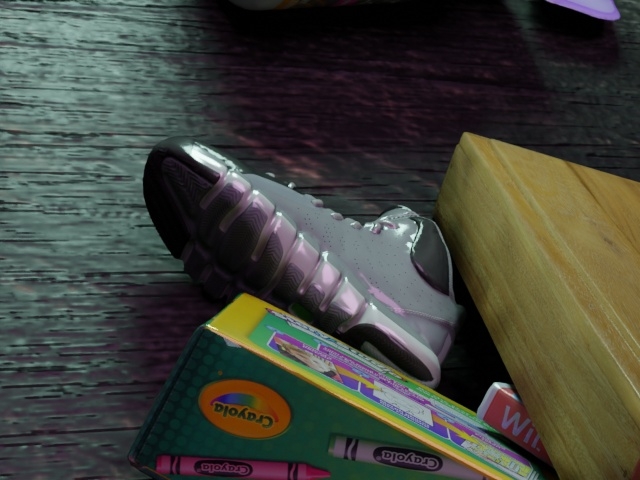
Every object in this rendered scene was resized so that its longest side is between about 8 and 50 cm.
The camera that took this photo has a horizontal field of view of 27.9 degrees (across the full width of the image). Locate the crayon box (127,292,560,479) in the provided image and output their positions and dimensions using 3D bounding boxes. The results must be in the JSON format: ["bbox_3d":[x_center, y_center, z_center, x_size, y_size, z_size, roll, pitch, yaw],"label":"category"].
[{"bbox_3d":[0.052,0.130,0.676,0.278,0.081,0.165,28,4,1],"label":"crayon box"}]

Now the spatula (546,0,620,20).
[{"bbox_3d":[0.228,-0.294,1.190,0.084,0.030,0.296,16,48,-12],"label":"spatula"}]

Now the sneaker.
[{"bbox_3d":[0.000,0.000,0.829,0.228,0.086,0.132,43,44,0],"label":"sneaker"}]

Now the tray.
[{"bbox_3d":[0.204,0.051,0.743,0.202,0.076,0.411,15,20,-11],"label":"tray"}]

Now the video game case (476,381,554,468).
[{"bbox_3d":[0.242,0.163,0.694,0.285,0.025,0.204,31,9,34],"label":"video game case"}]

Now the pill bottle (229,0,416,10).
[{"bbox_3d":[0.054,-0.267,1.005,0.278,0.162,0.162,-10,58,-29],"label":"pill bottle"}]
